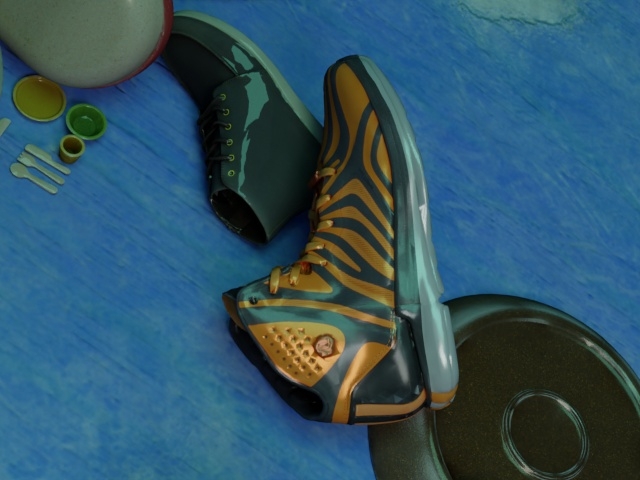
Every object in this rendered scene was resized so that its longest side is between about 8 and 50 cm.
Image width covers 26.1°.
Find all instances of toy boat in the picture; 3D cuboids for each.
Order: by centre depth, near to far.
[{"bbox_3d":[-0.227,-0.244,1.242,0.231,0.151,0.151,45,26,4],"label":"toy boat"}]

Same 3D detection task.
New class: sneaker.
[{"bbox_3d":[0.000,0.000,1.170,0.180,0.124,0.321,-9,75,-8],"label":"sneaker"},{"bbox_3d":[-0.086,-0.106,1.247,0.222,0.083,0.118,45,56,2],"label":"sneaker"}]

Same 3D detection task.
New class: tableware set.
[{"bbox_3d":[-0.268,-0.116,1.207,0.154,0.024,0.104,32,55,-5],"label":"tableware set"}]

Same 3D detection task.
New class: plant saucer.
[{"bbox_3d":[0.194,0.181,1.244,0.311,0.050,0.310,11,59,-18],"label":"plant saucer"}]

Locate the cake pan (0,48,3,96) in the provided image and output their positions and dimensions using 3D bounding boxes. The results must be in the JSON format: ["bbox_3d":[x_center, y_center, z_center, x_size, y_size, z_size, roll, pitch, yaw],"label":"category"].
[{"bbox_3d":[-0.409,-0.134,1.120,0.293,0.054,0.293,7,62,-14],"label":"cake pan"}]
